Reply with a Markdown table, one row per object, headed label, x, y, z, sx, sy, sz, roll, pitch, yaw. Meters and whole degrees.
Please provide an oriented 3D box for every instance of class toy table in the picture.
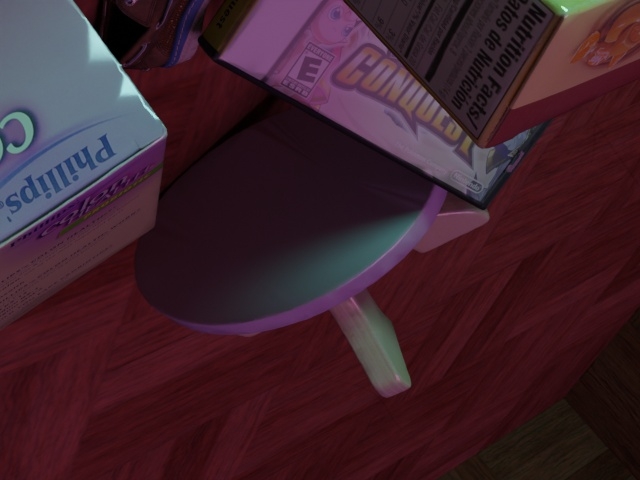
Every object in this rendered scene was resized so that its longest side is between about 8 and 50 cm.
| label | x | y | z | sx | sy | sz | roll | pitch | yaw |
| --- | --- | --- | --- | --- | --- | --- | --- | --- | --- |
| toy table | 0.000 | 0.000 | 1.056 | 0.274 | 0.252 | 0.161 | -15 | 154 | 20 |

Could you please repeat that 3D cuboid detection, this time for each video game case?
| label | x | y | z | sx | sy | sz | roll | pitch | yaw |
| --- | --- | --- | --- | --- | --- | --- | --- | --- | --- |
| video game case | 0.093 | -0.171 | 0.838 | 0.275 | 0.035 | 0.248 | 25 | 107 | -38 |

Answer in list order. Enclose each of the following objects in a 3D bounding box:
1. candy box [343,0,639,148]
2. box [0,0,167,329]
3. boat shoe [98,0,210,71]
| label | x | y | z | sx | sy | sz | roll | pitch | yaw |
| --- | --- | --- | --- | --- | --- | --- | --- | --- | --- |
| candy box | 0.053 | -0.203 | 0.608 | 0.183 | 0.316 | 0.087 | -25 | 154 | -36 |
| box | -0.210 | -0.018 | 0.711 | 0.213 | 0.117 | 0.243 | -35 | 177 | -13 |
| boat shoe | -0.104 | -0.165 | 0.764 | 0.066 | 0.066 | 0.183 | -27 | 155 | -27 |
